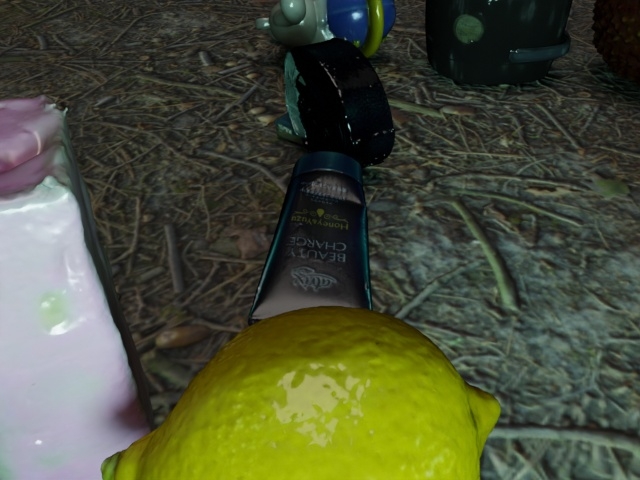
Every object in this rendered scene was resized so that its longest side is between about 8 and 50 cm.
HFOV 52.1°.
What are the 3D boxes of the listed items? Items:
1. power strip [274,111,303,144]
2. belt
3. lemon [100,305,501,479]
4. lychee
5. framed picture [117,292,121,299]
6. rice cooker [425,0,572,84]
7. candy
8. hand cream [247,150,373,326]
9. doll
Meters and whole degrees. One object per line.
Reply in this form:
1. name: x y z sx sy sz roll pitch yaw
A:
1. power strip: -0.013 -0.184 0.991 0.056 0.032 0.123 21 40 29
2. belt: 0.020 -0.180 0.875 0.078 0.151 0.199 -20 66 -23
3. lemon: -0.004 0.132 0.397 0.243 0.187 0.187 -10 35 -14
4. lychee: 0.589 -0.377 1.062 0.275 0.276 0.304 -21 14 -27
5. framed picture: -0.375 0.084 0.618 0.231 0.018 0.293 24 42 32
6. rice cooker: 0.310 -0.410 1.149 0.267 0.225 0.267 1 33 0
7. candy: -0.199 0.048 0.453 0.115 0.265 0.155 -14 36 -14
8. hand cream: 0.000 0.000 0.714 0.120 0.061 0.271 6 42 0
9. doll: 0.007 -0.401 1.238 0.242 0.160 0.311 -29 18 -16
